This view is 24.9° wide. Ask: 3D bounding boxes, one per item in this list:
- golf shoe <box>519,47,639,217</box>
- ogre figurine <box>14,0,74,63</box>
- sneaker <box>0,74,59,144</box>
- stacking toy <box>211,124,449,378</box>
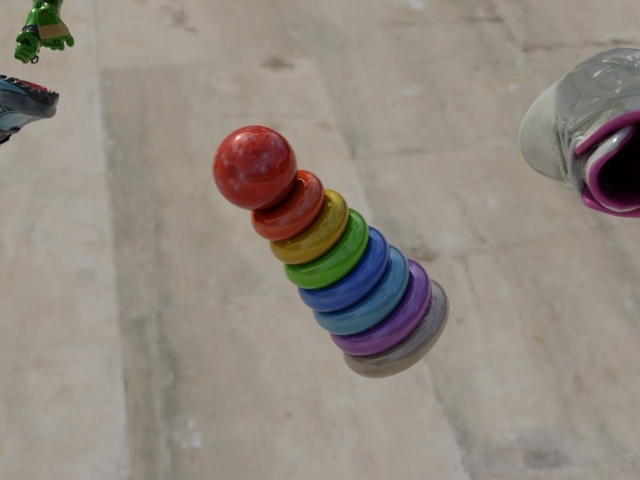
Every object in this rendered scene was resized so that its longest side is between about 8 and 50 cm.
[{"bbox_3d":[0.222,-0.076,1.082,0.140,0.115,0.306,-25,11,-24],"label":"golf shoe"},{"bbox_3d":[-0.320,-0.323,1.810,0.096,0.197,0.118,9,39,-12],"label":"ogre figurine"},{"bbox_3d":[-0.410,-0.123,1.755,0.262,0.125,0.104,-8,-15,40],"label":"sneaker"},{"bbox_3d":[0.000,0.000,1.574,0.141,0.330,0.141,-29,32,20],"label":"stacking toy"}]
